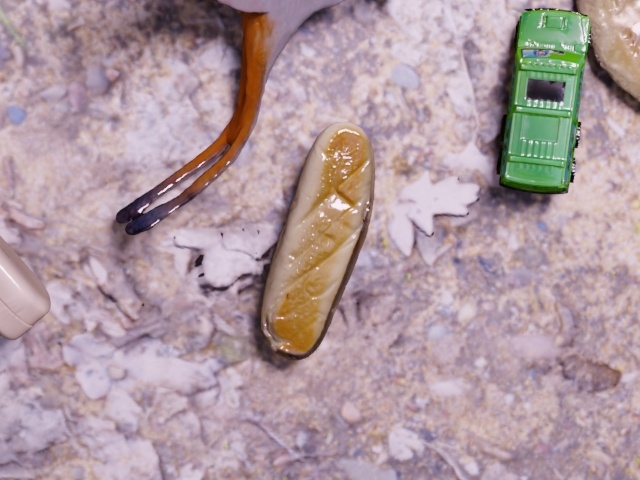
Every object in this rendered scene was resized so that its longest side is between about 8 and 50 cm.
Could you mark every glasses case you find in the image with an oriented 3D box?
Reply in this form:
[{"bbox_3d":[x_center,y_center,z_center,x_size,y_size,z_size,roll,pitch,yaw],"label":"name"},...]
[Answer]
[{"bbox_3d":[-0.300,-0.004,0.890,0.050,0.083,0.196,-39,102,-2],"label":"glasses case"}]

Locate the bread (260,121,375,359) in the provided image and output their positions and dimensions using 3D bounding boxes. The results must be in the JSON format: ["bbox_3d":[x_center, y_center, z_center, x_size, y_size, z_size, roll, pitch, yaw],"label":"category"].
[{"bbox_3d":[0.000,0.001,0.954,0.073,0.053,0.214,16,97,-6],"label":"bread"}]

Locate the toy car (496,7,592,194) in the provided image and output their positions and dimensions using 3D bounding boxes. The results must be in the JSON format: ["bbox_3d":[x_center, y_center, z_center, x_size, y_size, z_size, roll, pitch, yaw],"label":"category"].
[{"bbox_3d":[0.197,-0.123,0.955,0.071,0.062,0.165,8,97,10],"label":"toy car"}]

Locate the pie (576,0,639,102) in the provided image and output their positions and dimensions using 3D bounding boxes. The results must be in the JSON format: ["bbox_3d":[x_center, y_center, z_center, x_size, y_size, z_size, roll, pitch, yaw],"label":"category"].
[{"bbox_3d":[0.334,-0.206,0.985,0.218,0.052,0.185,17,99,-8],"label":"pie"}]

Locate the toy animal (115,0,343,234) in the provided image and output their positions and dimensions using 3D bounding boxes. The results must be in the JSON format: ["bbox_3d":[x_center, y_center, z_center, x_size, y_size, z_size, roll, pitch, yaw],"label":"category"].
[{"bbox_3d":[-0.048,-0.176,0.893,0.302,0.225,0.284,-18,118,-18],"label":"toy animal"}]
